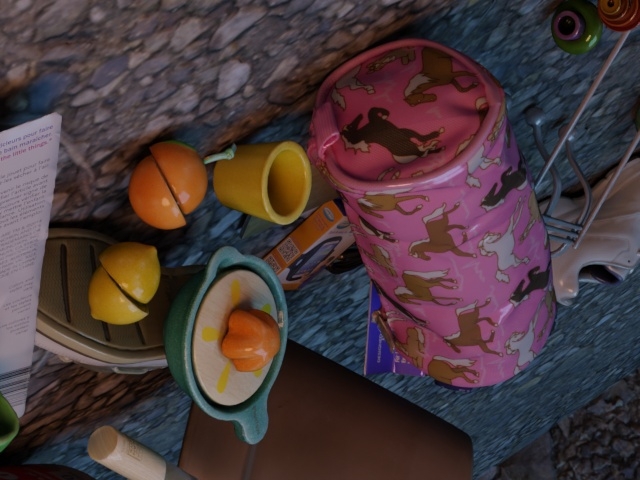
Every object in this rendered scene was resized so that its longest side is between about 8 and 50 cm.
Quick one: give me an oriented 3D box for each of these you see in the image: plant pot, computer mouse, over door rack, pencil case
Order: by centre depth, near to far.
[{"bbox_3d":[0.104,-0.015,1.594,0.167,0.160,0.386,-47,149,-16],"label":"pencil case"},{"bbox_3d":[-0.007,0.249,1.794,0.280,0.323,0.323,13,152,-4],"label":"plant pot"},{"bbox_3d":[0.277,-0.130,1.841,0.324,0.108,0.239,-50,159,13],"label":"over door rack"},{"bbox_3d":[0.083,0.006,1.960,0.242,0.041,0.071,0,134,-50],"label":"computer mouse"}]

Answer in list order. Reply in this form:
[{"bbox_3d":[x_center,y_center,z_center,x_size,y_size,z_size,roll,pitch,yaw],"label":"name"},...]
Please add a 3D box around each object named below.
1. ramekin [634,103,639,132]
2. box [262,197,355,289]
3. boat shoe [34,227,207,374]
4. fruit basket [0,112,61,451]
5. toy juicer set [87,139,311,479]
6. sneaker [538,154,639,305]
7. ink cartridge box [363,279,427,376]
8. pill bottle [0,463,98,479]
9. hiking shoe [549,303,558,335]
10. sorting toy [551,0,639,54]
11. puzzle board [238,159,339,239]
[{"bbox_3d":[0.509,-0.159,2.086,0.303,0.148,0.303,-30,162,-11],"label":"ramekin"},{"bbox_3d":[0.000,0.000,1.800,0.136,0.028,0.081,-40,161,23],"label":"box"},{"bbox_3d":[-0.176,0.065,1.508,0.103,0.113,0.302,-23,157,32],"label":"boat shoe"},{"bbox_3d":[-0.340,0.074,1.253,0.327,0.165,0.353,-24,144,-30],"label":"fruit basket"},{"bbox_3d":[-0.094,0.076,1.430,0.089,0.329,0.209,7,-179,34],"label":"toy juicer set"},{"bbox_3d":[0.360,-0.011,2.244,0.297,0.129,0.111,-27,159,-24],"label":"sneaker"},{"bbox_3d":[0.116,0.032,1.843,0.045,0.206,0.208,5,-176,31],"label":"ink cartridge box"},{"bbox_3d":[-0.355,0.329,1.697,0.229,0.229,0.408,-39,162,16],"label":"pill bottle"},{"bbox_3d":[0.257,0.081,2.413,0.114,0.086,0.227,-13,150,-18],"label":"hiking shoe"},{"bbox_3d":[0.242,-0.207,1.633,0.102,0.061,0.042,-23,170,33],"label":"sorting toy"},{"bbox_3d":[-0.013,-0.051,1.671,0.128,0.011,0.096,-25,159,-29],"label":"puzzle board"}]
